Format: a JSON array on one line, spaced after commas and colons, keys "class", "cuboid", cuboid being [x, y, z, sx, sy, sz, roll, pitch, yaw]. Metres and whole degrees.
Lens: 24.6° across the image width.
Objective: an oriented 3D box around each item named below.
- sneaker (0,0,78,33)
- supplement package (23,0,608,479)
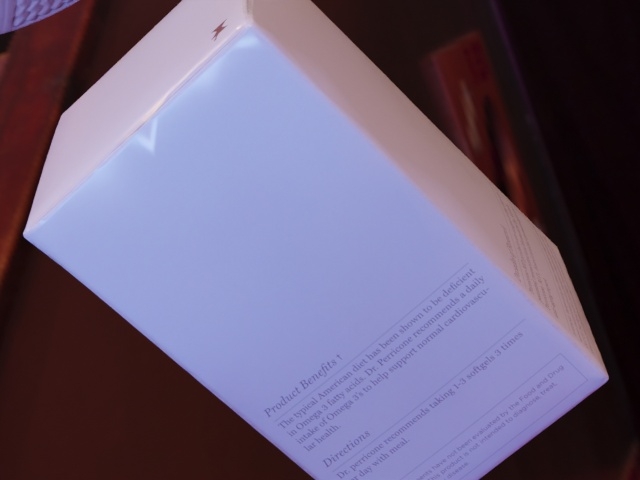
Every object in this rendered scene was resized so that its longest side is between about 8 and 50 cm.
[{"class": "sneaker", "cuboid": [-0.112, -0.218, 0.654, 0.256, 0.151, 0.094, -48, -5, -4]}, {"class": "supplement package", "cuboid": [0.000, 0.000, 0.527, 0.105, 0.179, 0.105, -40, 21, 17]}]
